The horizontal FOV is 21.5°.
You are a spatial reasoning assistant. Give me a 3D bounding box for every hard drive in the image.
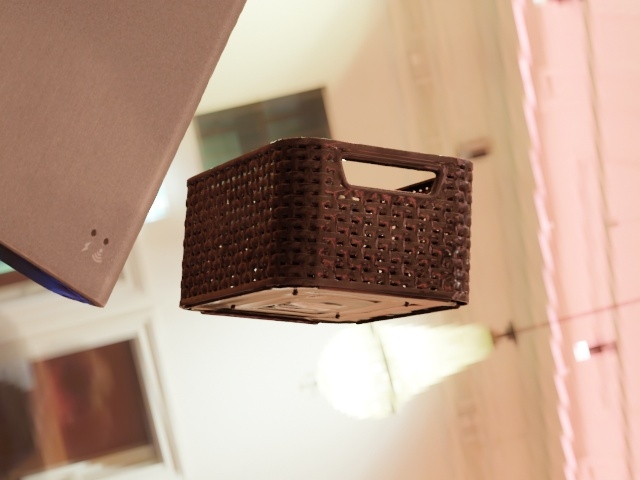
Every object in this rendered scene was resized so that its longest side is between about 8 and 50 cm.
[{"bbox_3d":[-0.061,-0.063,0.431,0.022,0.135,0.094,13,-17,38],"label":"hard drive"}]

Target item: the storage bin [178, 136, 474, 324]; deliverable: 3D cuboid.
[{"bbox_3d":[0.000,0.000,0.999,0.180,0.122,0.084,163,-69,-64],"label":"storage bin"}]
